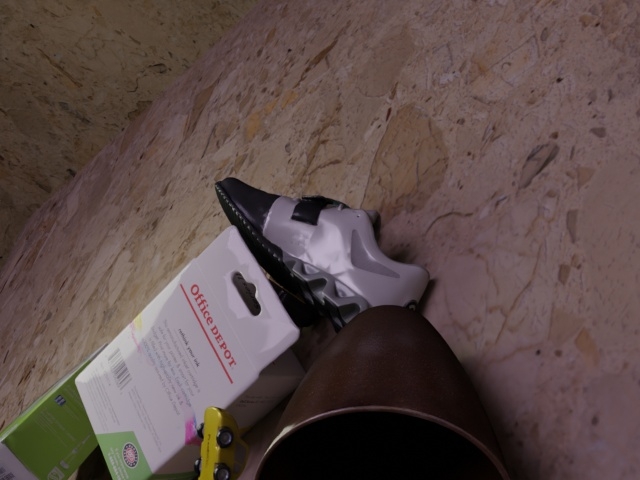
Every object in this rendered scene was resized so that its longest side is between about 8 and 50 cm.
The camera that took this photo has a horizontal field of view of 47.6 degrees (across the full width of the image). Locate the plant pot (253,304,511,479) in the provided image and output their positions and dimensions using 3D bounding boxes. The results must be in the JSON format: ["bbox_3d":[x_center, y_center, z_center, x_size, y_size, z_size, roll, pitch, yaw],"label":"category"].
[{"bbox_3d":[0.064,0.168,0.691,0.215,0.215,0.230,-40,16,23],"label":"plant pot"}]

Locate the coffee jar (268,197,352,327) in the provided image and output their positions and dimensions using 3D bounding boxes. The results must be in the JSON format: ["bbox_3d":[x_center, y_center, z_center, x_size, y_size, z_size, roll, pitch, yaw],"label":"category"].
[{"bbox_3d":[-0.007,0.033,1.048,0.184,0.079,0.096,-56,28,-5],"label":"coffee jar"}]

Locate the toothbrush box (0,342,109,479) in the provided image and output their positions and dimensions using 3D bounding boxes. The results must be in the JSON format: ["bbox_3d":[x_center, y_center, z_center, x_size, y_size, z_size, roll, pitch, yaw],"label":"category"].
[{"bbox_3d":[-0.463,0.334,1.250,0.206,0.122,0.283,-36,7,30],"label":"toothbrush box"}]

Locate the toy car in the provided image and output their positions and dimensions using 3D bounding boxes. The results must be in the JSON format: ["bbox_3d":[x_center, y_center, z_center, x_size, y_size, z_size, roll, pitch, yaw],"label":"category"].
[{"bbox_3d":[-0.113,0.346,0.854,0.225,0.053,0.239,48,121,50],"label":"toy car"}]

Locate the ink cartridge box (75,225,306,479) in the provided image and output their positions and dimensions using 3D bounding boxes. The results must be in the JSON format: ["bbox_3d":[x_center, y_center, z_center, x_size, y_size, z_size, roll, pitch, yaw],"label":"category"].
[{"bbox_3d":[-0.162,0.170,1.005,0.353,0.119,0.207,-43,60,18],"label":"ink cartridge box"}]

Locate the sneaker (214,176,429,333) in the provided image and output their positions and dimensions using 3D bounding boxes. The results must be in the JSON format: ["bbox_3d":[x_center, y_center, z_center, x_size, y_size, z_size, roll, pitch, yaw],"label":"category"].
[{"bbox_3d":[0.000,0.000,0.951,0.146,0.122,0.330,-43,63,-16],"label":"sneaker"}]
